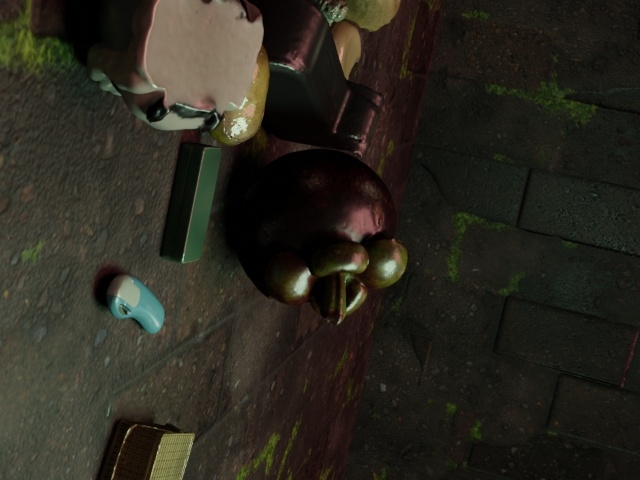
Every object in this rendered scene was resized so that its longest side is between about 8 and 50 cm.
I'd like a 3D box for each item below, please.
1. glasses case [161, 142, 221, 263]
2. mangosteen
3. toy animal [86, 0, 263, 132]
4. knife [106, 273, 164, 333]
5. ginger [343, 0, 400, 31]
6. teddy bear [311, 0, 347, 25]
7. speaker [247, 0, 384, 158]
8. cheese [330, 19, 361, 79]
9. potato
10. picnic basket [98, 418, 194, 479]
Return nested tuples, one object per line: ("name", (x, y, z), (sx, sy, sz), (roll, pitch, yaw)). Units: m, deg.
("glasses case", (-0.200, -0.058, 1.357), (0.078, 0.039, 0.184), (-16, 119, -74))
("mangosteen", (0.000, 0.000, 1.592), (0.306, 0.307, 0.347), (90, -18, -46))
("toy animal", (-0.182, -0.235, 1.018), (0.208, 0.156, 0.204), (0, 108, -59))
("knife", (-0.267, 0.095, 1.266), (0.222, 0.031, 0.064), (72, 31, -72))
("ginger", (0.092, -0.550, 1.811), (0.138, 0.152, 0.267), (-62, 155, -50))
("teddy bear", (-0.024, -0.480, 1.542), (0.133, 0.111, 0.213), (174, -93, -71))
("speaker", (-0.013, -0.295, 1.563), (0.388, 0.184, 0.180), (53, 53, -71))
("cheese", (0.027, -0.416, 1.844), (0.249, 0.071, 0.163), (64, 43, -68))
("potato", (-0.131, -0.229, 1.356), (0.107, 0.080, 0.170), (-21, 134, -46))
("picnic basket", (-0.273, 0.349, 1.387), (0.164, 0.080, 0.115), (48, 57, -74))
